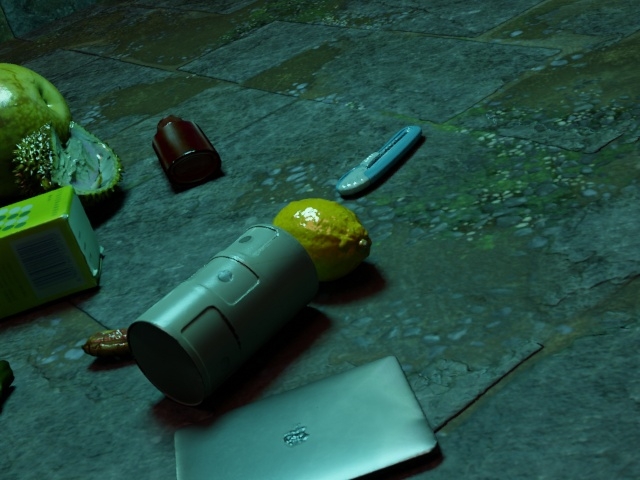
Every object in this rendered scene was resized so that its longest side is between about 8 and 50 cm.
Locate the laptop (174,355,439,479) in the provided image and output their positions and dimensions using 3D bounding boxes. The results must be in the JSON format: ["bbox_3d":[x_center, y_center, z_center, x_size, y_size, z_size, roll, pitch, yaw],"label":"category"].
[{"bbox_3d":[-0.024,0.211,1.046,0.269,0.015,0.188,-19,26,-2],"label":"laptop"}]

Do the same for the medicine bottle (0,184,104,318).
[{"bbox_3d":[-0.475,0.030,1.530,0.250,0.141,0.137,-18,30,-1],"label":"medicine bottle"}]

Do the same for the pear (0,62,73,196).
[{"bbox_3d":[-0.624,-0.212,1.951,0.280,0.281,0.281,-14,27,7],"label":"pear"}]

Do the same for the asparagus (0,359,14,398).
[{"bbox_3d":[-0.472,0.231,1.205,0.080,0.080,0.287,-9,22,17],"label":"asparagus"}]

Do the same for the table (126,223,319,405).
[{"bbox_3d":[-0.115,0.087,1.217,0.126,0.126,0.220,8,37,41],"label":"table"}]

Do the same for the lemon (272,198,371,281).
[{"bbox_3d":[0.000,0.000,1.325,0.155,0.114,0.114,10,38,35],"label":"lemon"}]

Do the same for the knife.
[{"bbox_3d":[0.098,-0.135,1.607,0.064,0.031,0.222,2,32,40],"label":"knife"}]

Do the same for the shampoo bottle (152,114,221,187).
[{"bbox_3d":[-0.260,-0.175,1.863,0.102,0.064,0.260,-23,27,-9],"label":"shampoo bottle"}]

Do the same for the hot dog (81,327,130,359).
[{"bbox_3d":[-0.255,0.136,1.313,0.122,0.037,0.049,-5,17,13],"label":"hot dog"}]

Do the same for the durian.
[{"bbox_3d":[-0.464,-0.107,1.770,0.138,0.193,0.237,-55,5,20],"label":"durian"}]
